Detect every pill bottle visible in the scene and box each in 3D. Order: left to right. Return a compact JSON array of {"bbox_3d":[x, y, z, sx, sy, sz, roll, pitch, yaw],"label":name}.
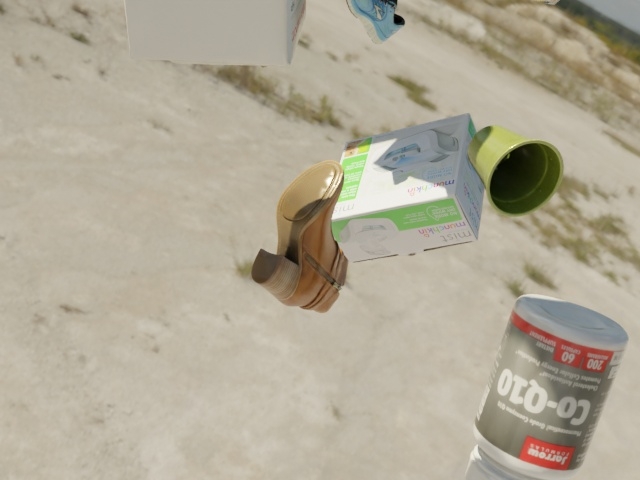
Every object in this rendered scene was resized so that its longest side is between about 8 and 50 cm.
[{"bbox_3d":[0.310,0.233,1.242,0.161,0.283,0.161,14,13,-3],"label":"pill bottle"}]

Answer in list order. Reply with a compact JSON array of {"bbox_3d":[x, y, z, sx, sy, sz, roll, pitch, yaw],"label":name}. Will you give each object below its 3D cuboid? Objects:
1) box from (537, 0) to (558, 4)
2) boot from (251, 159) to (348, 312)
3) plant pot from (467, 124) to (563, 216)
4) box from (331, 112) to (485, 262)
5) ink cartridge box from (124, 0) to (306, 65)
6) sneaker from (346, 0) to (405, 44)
[{"bbox_3d":[0.276,-0.546,1.348,0.279,0.289,0.177,14,8,4],"label":"box"},{"bbox_3d":[0.000,0.000,1.192,0.073,0.197,0.152,33,1,40],"label":"boot"},{"bbox_3d":[0.186,-0.078,0.887,0.083,0.083,0.079,17,22,-29],"label":"plant pot"},{"bbox_3d":[0.163,-0.093,1.643,0.126,0.262,0.231,58,35,-36],"label":"box"},{"bbox_3d":[-0.103,-0.316,0.901,0.168,0.232,0.171,4,32,4],"label":"ink cartridge box"},{"bbox_3d":[0.091,-0.403,1.486,0.162,0.073,0.063,39,36,-51],"label":"sneaker"}]
